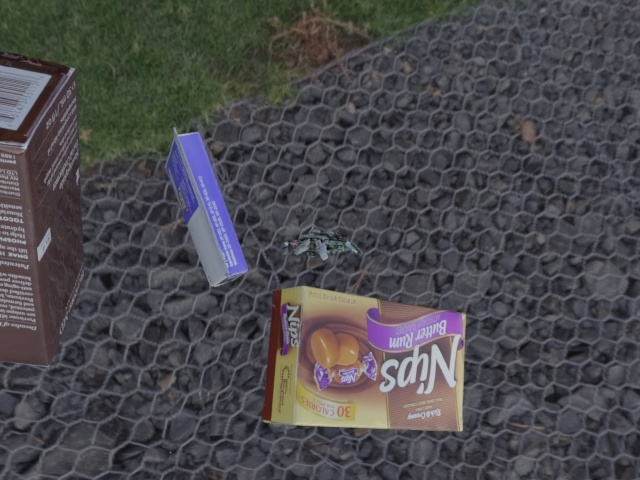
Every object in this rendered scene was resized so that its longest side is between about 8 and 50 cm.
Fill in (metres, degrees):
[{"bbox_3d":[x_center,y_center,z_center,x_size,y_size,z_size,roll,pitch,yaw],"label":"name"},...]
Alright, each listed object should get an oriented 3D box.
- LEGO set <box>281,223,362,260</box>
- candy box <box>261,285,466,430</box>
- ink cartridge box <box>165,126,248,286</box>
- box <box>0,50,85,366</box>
[{"bbox_3d":[-0.003,0.000,0.486,0.054,0.083,0.023,3,92,-25],"label":"LEGO set"},{"bbox_3d":[0.044,0.106,0.595,0.187,0.053,0.109,13,75,-33],"label":"candy box"},{"bbox_3d":[-0.161,-0.042,0.974,0.045,0.208,0.206,-20,88,-17],"label":"ink cartridge box"},{"bbox_3d":[-0.405,-0.028,0.904,0.143,0.381,0.191,10,41,-7],"label":"box"}]
